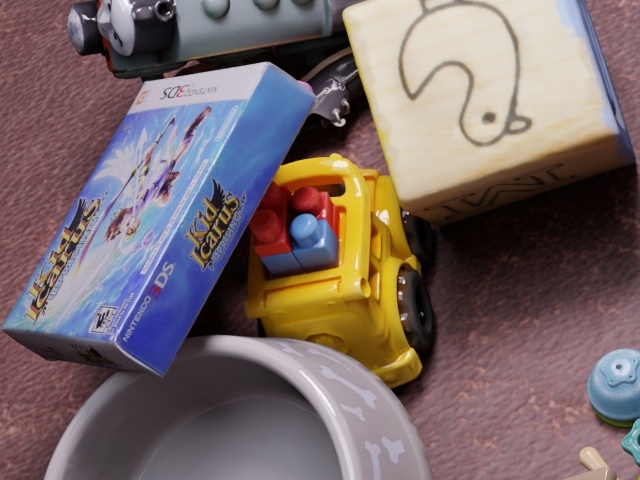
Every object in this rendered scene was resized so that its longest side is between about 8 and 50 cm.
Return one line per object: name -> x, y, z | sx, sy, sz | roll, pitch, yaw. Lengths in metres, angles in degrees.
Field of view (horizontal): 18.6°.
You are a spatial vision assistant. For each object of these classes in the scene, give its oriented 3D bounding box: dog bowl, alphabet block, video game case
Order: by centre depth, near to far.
dog bowl -> -0.082, 0.236, 1.583 | 0.348, 0.102, 0.349 | -10, 68, 26
video game case -> -0.143, -0.020, 1.662 | 0.244, 0.061, 0.269 | -1, 57, 61
alphabet block -> 0.153, -0.135, 1.731 | 0.197, 0.193, 0.192 | -19, 80, 11

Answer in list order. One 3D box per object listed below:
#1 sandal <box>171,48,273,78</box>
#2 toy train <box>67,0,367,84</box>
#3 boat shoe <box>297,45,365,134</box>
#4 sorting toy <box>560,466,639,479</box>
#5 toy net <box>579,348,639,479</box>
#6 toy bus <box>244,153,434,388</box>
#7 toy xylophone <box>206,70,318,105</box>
sandal -> -0.137, -0.141, 1.994 | 0.219, 0.060, 0.090 | -38, 49, -13
toy train -> -0.074, -0.234, 1.895 | 0.334, 0.142, 0.190 | -10, 4, -22
boat shoe -> 0.003, -0.129, 1.928 | 0.206, 0.075, 0.065 | -29, 68, 5
sorting toy -> 0.183, 0.252, 1.495 | 0.274, 0.046, 0.132 | -28, 36, 46
toy net -> 0.268, 0.183, 1.574 | 0.122, 0.045, 0.232 | -4, 55, 20
toy bus -> 0.000, 0.000, 1.726 | 0.149, 0.211, 0.220 | -12, 49, 19
toy xylophone -> -0.124, -0.027, 1.805 | 0.323, 0.081, 0.236 | -53, 25, 3
